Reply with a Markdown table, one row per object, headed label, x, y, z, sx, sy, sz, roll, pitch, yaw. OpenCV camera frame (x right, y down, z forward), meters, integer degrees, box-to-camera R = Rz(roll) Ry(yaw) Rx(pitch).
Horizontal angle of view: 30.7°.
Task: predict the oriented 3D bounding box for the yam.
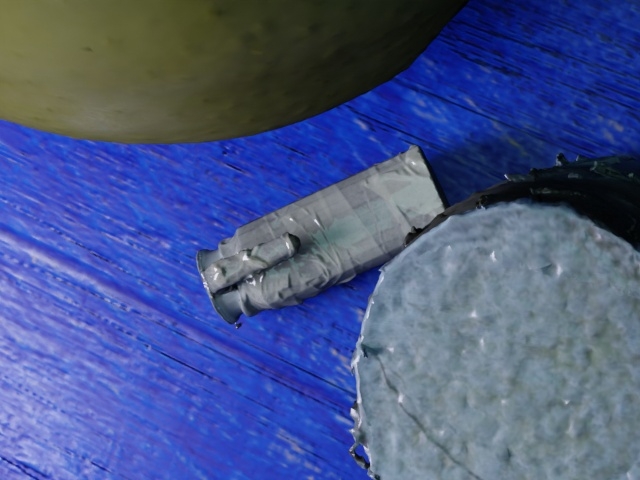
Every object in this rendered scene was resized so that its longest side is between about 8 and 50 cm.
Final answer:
| label | x | y | z | sx | sy | sz | roll | pitch | yaw |
| --- | --- | --- | --- | --- | --- | --- | --- | --- | --- |
| yam | 0.163 | 0.060 | 0.767 | 0.241 | 0.348 | 0.241 | 2 | 95 | 22 |

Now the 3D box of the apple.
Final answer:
| label | x | y | z | sx | sy | sz | roll | pitch | yaw |
| --- | --- | --- | --- | --- | --- | --- | --- | --- | --- |
| apple | -0.093 | -0.282 | 0.775 | 0.473 | 0.473 | 0.474 | -1 | 88 | 13 |

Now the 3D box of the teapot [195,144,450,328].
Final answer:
| label | x | y | z | sx | sy | sz | roll | pitch | yaw |
| --- | --- | --- | --- | --- | --- | --- | --- | --- | --- |
| teapot | 0.000 | 0.000 | 0.903 | 0.200 | 0.107 | 0.077 | -25 | 86 | 11 |
